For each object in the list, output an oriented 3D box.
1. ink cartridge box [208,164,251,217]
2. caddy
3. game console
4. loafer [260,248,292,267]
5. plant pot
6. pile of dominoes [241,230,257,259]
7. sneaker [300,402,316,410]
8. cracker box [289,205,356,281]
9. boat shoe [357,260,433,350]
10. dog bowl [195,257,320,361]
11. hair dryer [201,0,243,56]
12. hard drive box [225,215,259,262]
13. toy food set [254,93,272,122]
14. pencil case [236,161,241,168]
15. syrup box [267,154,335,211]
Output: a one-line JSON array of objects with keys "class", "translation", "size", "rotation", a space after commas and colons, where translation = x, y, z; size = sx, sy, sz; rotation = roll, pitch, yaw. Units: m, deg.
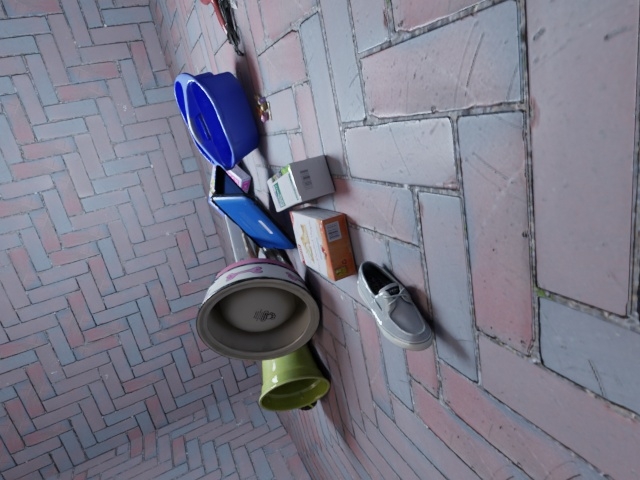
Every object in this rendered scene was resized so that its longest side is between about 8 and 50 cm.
[{"class": "ink cartridge box", "translation": [-0.412, -0.205, 1.780], "size": [0.186, 0.065, 0.311], "rotation": [41, 137, 20]}, {"class": "caddy", "translation": [-0.362, -0.404, 1.357], "size": [0.241, 0.179, 0.341], "rotation": [20, 139, 41]}, {"class": "game console", "translation": [-0.222, -0.117, 1.380], "size": [0.250, 0.173, 0.293], "rotation": [2, 148, 35]}, {"class": "loafer", "translation": [-0.183, 0.040, 1.585], "size": [0.096, 0.084, 0.267], "rotation": [45, -166, -55]}, {"class": "plant pot", "translation": [-0.129, 0.499, 1.600], "size": [0.276, 0.276, 0.254], "rotation": [94, 161, -47]}, {"class": "pile of dominoes", "translation": [-0.227, 0.068, 1.472], "size": [0.196, 0.040, 0.251], "rotation": [-118, 9, -50]}, {"class": "sneaker", "translation": [-0.122, 0.565, 1.776], "size": [0.147, 0.145, 0.384], "rotation": [81, 169, -62]}, {"class": "cracker box", "translation": [0.000, 0.000, 1.048], "size": [0.232, 0.067, 0.155], "rotation": [22, 127, 65]}, {"class": "boat shoe", "translation": [0.134, 0.117, 0.780], "size": [0.227, 0.079, 0.081], "rotation": [-130, 24, -52]}, {"class": "dog bowl", "translation": [-0.212, 0.232, 1.379], "size": [0.150, 0.408, 0.408], "rotation": [-105, 10, -52]}, {"class": "hair dryer", "translation": [-0.329, -0.727, 1.251], "size": [0.293, 0.080, 0.223], "rotation": [58, 157, 33]}, {"class": "hard drive box", "translation": [-0.318, -0.046, 1.660], "size": [0.181, 0.089, 0.232], "rotation": [-100, 1, -62]}, {"class": "toy food set", "translation": [-0.184, -0.407, 1.241], "size": [0.122, 0.019, 0.078], "rotation": [42, 145, 54]}, {"class": "pencil case", "translation": [-0.374, -0.275, 1.794], "size": [0.070, 0.065, 0.151], "rotation": [-121, 19, -65]}, {"class": "syrup box", "translation": [-0.058, -0.140, 1.033], "size": [0.237, 0.096, 0.093], "rotation": [-7, 102, 69]}]
